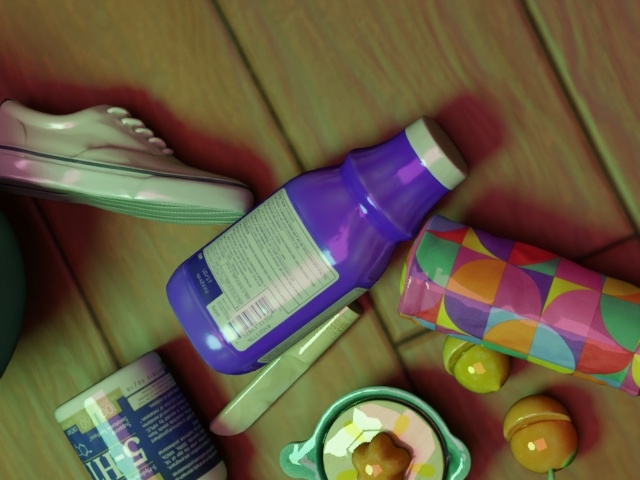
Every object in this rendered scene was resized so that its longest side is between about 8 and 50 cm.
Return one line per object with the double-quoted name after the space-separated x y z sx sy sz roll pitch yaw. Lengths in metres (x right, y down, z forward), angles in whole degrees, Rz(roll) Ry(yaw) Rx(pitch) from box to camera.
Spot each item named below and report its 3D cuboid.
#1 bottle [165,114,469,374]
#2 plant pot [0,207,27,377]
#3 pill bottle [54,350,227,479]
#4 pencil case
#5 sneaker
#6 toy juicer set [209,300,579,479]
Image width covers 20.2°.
0.000 0.000 1.572 0.283 0.092 0.118 -38 71 15 "bottle"
-0.384 0.040 1.643 0.290 0.195 0.290 3 102 17 "plant pot"
-0.151 0.207 1.650 0.112 0.112 0.187 -32 90 19 "pill bottle"
0.184 0.055 1.523 0.236 0.104 0.104 18 105 5 "pencil case"
-0.182 -0.076 1.620 0.258 0.094 0.091 11 79 4 "sneaker"
0.071 0.159 1.587 0.329 0.089 0.209 26 107 11 "toy juicer set"
